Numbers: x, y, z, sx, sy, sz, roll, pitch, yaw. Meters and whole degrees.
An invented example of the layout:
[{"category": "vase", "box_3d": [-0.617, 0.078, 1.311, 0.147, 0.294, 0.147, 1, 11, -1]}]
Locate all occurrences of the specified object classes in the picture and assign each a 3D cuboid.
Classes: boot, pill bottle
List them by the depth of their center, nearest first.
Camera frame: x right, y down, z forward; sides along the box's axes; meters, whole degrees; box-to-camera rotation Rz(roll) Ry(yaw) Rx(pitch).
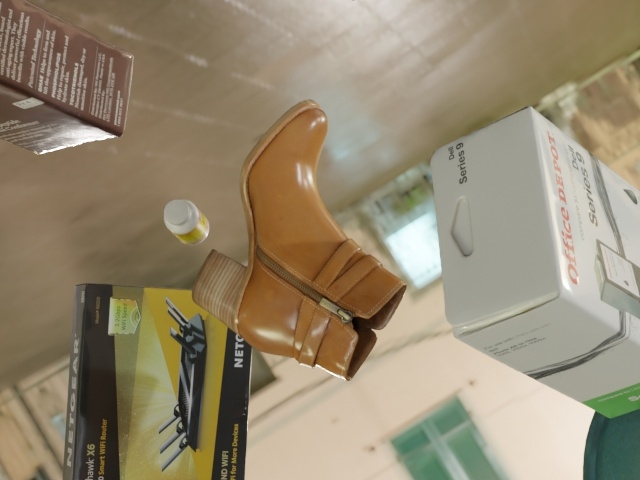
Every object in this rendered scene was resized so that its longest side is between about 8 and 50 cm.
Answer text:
[{"category": "boot", "box_3d": [0.000, 0.000, 1.422, 0.283, 0.220, 0.109, -62, 155, -5]}, {"category": "pill bottle", "box_3d": [-0.165, -0.024, 1.543, 0.043, 0.043, 0.083, -32, 164, 0]}]

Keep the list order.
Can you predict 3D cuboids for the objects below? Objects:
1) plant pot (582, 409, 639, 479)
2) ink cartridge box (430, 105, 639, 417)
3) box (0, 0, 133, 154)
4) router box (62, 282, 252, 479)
[{"category": "plant pot", "box_3d": [0.537, 0.279, 1.439, 0.341, 0.341, 0.334, -27, -179, -39]}, {"category": "ink cartridge box", "box_3d": [0.246, 0.029, 1.249, 0.121, 0.211, 0.289, -25, 145, 33]}, {"category": "box", "box_3d": [-0.459, -0.247, 1.740, 0.191, 0.143, 0.381, -7, 160, 37]}, {"category": "router box", "box_3d": [-0.224, 0.218, 1.756, 0.243, 0.308, 0.081, 4, 175, -23]}]
